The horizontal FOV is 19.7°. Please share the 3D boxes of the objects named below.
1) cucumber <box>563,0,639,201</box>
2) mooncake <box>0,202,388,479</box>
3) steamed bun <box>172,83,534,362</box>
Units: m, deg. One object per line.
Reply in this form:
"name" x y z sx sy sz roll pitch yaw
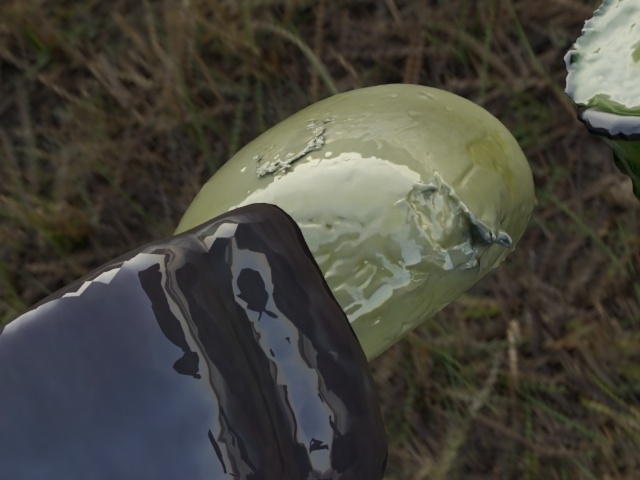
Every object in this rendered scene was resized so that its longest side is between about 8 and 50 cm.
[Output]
"cucumber" 0.222 -0.032 0.873 0.134 0.244 0.134 -22 45 24
"mooncake" -0.112 0.110 0.903 0.306 0.306 0.154 -28 88 6
"steamed bun" 0.000 0.000 1.197 0.273 0.232 0.166 -37 86 34
